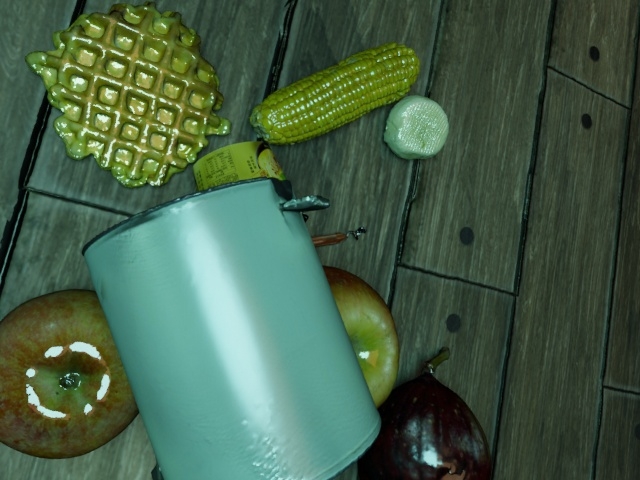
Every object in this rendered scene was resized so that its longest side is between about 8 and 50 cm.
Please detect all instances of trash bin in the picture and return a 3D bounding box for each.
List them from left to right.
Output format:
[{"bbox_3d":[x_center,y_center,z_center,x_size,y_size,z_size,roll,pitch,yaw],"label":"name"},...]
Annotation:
[{"bbox_3d":[-0.085,0.099,0.495,0.277,0.217,0.263,-23,86,16],"label":"trash bin"}]

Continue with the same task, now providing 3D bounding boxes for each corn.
[{"bbox_3d":[0.031,-0.230,0.781,0.313,0.102,0.102,-32,100,-23],"label":"corn"}]

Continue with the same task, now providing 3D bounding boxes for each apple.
[{"bbox_3d":[-0.287,0.149,0.566,0.188,0.174,0.188,3,83,-27],"label":"apple"},{"bbox_3d":[0.000,0.147,0.706,0.210,0.173,0.235,-30,107,-31],"label":"apple"}]

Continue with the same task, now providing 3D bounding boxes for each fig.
[{"bbox_3d":[0.163,0.286,0.769,0.203,0.186,0.250,7,76,-6],"label":"fig"}]

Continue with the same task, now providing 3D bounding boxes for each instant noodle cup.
[{"bbox_3d":[-0.107,-0.060,0.689,0.151,0.151,0.122,-18,82,-25],"label":"instant noodle cup"}]

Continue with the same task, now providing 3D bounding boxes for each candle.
[{"bbox_3d":[0.000,0.001,0.794,0.167,0.021,0.026,-9,68,-25],"label":"candle"}]

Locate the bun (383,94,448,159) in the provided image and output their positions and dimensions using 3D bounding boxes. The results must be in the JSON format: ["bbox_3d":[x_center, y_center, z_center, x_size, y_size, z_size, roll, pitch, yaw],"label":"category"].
[{"bbox_3d":[0.162,-0.193,0.853,0.115,0.069,0.115,-6,107,-19],"label":"bun"}]

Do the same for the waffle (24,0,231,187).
[{"bbox_3d":[-0.250,-0.199,0.678,0.243,0.058,0.238,-36,105,-20],"label":"waffle"}]
